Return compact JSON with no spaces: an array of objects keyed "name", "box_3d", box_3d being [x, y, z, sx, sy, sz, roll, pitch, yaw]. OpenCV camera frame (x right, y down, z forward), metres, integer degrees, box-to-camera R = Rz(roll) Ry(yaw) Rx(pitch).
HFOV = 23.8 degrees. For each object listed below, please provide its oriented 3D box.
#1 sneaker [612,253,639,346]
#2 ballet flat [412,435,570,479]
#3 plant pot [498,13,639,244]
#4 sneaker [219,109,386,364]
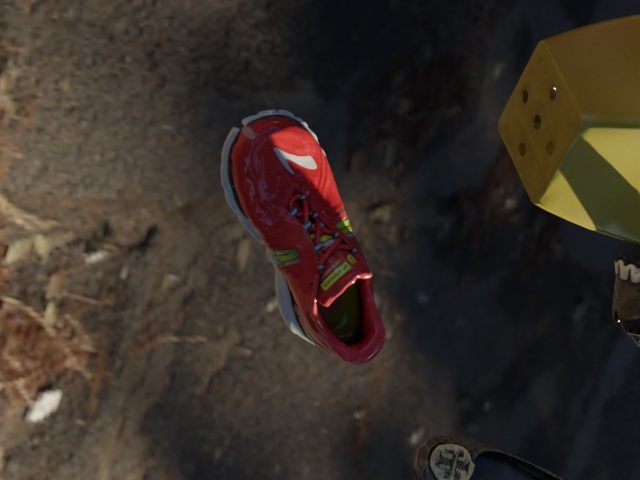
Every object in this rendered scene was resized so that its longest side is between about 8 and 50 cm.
[{"name":"sneaker","box_3d":[0.437,0.092,1.923,0.078,0.234,0.106,9,99,-19]},{"name":"ballet flat","box_3d":[0.212,0.261,1.562,0.250,0.058,0.084,24,64,-13]},{"name":"plant pot","box_3d":[0.336,-0.135,1.805,0.187,0.212,0.212,1,137,-22]},{"name":"sneaker","box_3d":[0.000,0.000,1.415,0.107,0.118,0.279,-34,125,-14]}]
